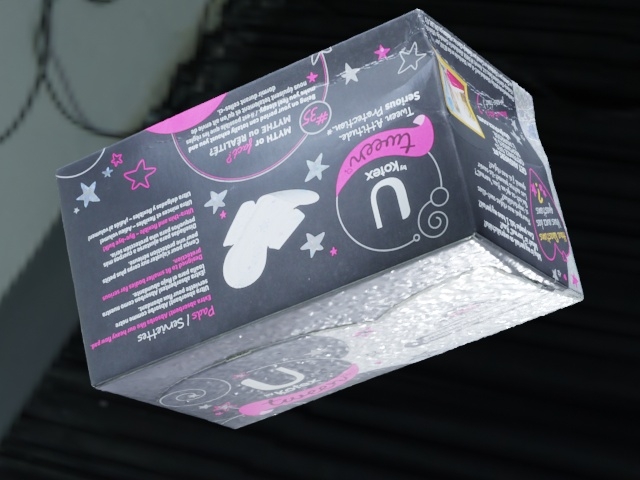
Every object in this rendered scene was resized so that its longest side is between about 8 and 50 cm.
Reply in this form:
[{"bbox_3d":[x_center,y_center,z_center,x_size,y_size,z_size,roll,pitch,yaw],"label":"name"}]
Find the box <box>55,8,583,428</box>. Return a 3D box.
[{"bbox_3d":[0.000,0.000,1.064,0.163,0.247,0.142,27,47,-57],"label":"box"}]
